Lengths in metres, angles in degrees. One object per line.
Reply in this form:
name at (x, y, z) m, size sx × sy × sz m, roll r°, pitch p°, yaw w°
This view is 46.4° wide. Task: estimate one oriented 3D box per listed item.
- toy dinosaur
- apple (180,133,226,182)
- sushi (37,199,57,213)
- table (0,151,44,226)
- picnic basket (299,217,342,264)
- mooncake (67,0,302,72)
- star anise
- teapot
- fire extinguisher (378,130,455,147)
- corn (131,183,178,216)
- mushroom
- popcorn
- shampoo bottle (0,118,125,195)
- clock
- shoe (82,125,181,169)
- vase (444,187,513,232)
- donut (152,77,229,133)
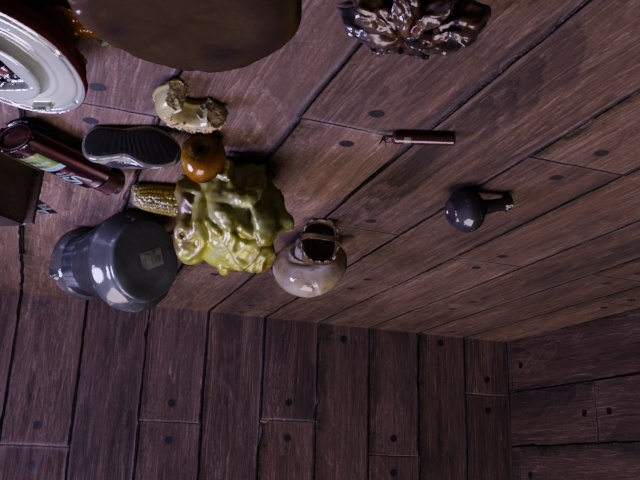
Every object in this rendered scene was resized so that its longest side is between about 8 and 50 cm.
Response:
toy dinosaur at (-0.431, -0.370, 1.290) m, size 0.212 × 0.057 × 0.142 m, roll -15°, pitch 145°, yaw 21°
apple at (-0.269, -0.187, 1.724) m, size 0.099 × 0.114 × 0.102 m, roll 4°, pitch 150°, yaw -3°
sushi at (-0.922, -0.087, 2.212) m, size 0.215 × 0.051 × 0.192 m, roll -1°, pitch 162°, yaw 8°
table at (-0.819, -0.138, 1.840) m, size 0.193 × 0.173 × 0.169 m, roll -2°, pitch 163°, yaw 26°
picnic basket at (0.000, 0.000, 2.256) m, size 0.127 × 0.138 × 0.178 m, roll 3°, pitch 168°, yaw -1°
mooncake at (-0.179, -0.376, 1.008) m, size 0.323 × 0.187 × 0.324 m, roll 4°, pitch 163°, yaw 1°
star anise at (0.149, -0.351, 1.196) m, size 0.235 × 0.109 × 0.223 m, roll -10°, pitch 155°, yaw 38°
teapot at (-0.622, 0.057, 2.336) m, size 0.361 × 0.306 × 0.376 m, roll -2°, pitch -167°, yaw 40°
fire extinguisher at (0.217, -0.230, 1.695) m, size 0.173 × 0.035 × 0.049 m, roll 2°, pitch -159°, yaw -1°
corn at (-0.357, -0.104, 2.049) m, size 0.319 × 0.097 × 0.097 m, roll 7°, pitch 162°, yaw -9°
mushroom at (-0.040, 0.081, 2.422) m, size 0.254 × 0.255 × 0.184 m, roll 1°, pitch 128°, yaw 2°
popcorn at (-0.216, -0.065, 1.861) m, size 0.312 × 0.312 × 0.312 m, roll 1°, pitch 163°, yaw 0°
shampoo bottle at (-0.609, -0.190, 1.802) m, size 0.129 × 0.084 × 0.323 m, roll -4°, pitch 162°, yaw 27°
clock at (-0.558, -0.317, 1.288) m, size 0.318 × 0.080 × 0.318 m, roll 15°, pitch 159°, yaw 6°
shoe at (-0.430, -0.207, 1.732) m, size 0.227 × 0.099 × 0.112 m, roll 6°, pitch 169°, yaw 0°
vase at (0.431, -0.087, 2.007) m, size 0.182 × 0.120 × 0.120 m, roll -9°, pitch 165°, yaw -14°
donut at (-0.282, -0.269, 1.549) m, size 0.108 × 0.065 × 0.166 m, roll -12°, pitch 158°, yaw 38°
